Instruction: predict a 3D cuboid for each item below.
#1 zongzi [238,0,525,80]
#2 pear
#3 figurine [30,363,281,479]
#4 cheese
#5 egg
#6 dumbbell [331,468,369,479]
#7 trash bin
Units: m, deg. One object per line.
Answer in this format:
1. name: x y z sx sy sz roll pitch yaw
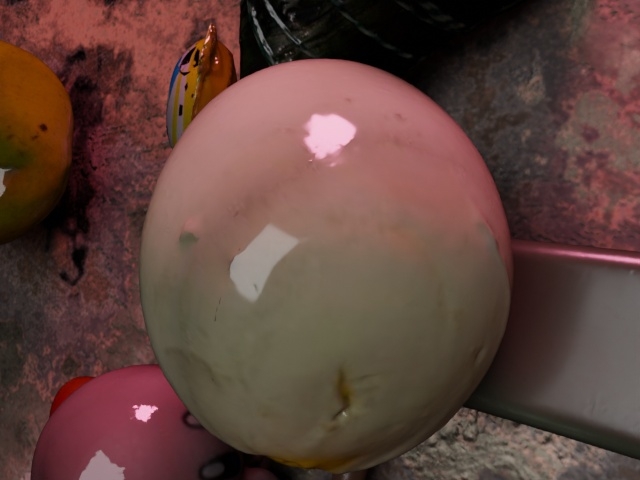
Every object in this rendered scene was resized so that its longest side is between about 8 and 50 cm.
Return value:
1. zongzi: 0.027 -0.221 0.760 0.383 0.319 0.362 9 89 49
2. pear: -0.451 -0.123 0.990 0.294 0.294 0.294 -4 81 29
3. figurine: -0.198 0.245 0.821 0.261 0.211 0.270 -24 73 25
4. cheese: -0.119 -0.109 0.824 0.064 0.250 0.157 7 53 1
5. egg: 0.000 0.000 0.630 0.283 0.283 0.345 -37 35 20
6. dumbbell: 0.038 0.188 0.770 0.092 0.082 0.231 14 90 31
7. trash bin: 0.250 0.087 0.645 0.240 0.122 0.164 11 88 33
